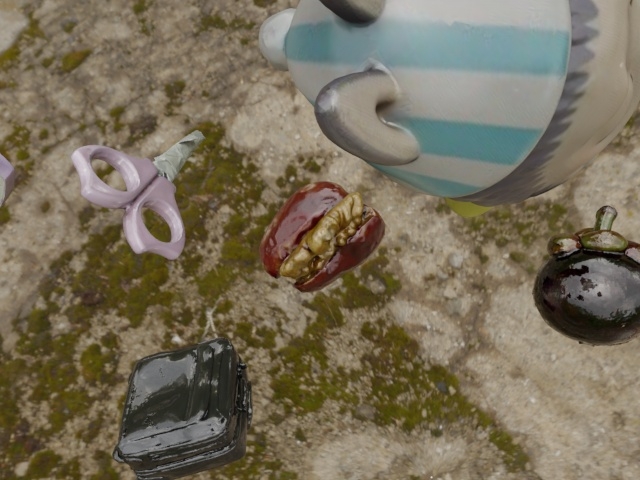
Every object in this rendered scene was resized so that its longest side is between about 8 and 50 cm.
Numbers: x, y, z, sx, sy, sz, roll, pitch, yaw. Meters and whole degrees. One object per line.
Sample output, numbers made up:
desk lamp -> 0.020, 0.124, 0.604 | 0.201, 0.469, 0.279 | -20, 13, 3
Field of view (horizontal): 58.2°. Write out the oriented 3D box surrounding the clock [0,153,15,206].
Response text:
clock -> -0.574, -0.103, 0.907 | 0.172, 0.198, 0.064 | 7, 47, 8

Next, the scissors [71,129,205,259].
scissors -> -0.137, -0.064, 0.510 | 0.021, 0.110, 0.212 | -31, 20, 24

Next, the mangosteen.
mangosteen -> 0.488, 0.061, 1.019 | 0.211, 0.211, 0.250 | 8, 93, 14

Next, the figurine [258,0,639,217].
figurine -> 0.074, -0.201, 0.459 | 0.361, 0.378, 0.266 | 43, 106, 23

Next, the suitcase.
suitcase -> -0.343, 0.437, 1.505 | 0.339, 0.188, 0.345 | -16, 33, 4

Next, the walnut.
walnut -> 0.000, 0.000, 1.266 | 0.222, 0.244, 0.269 | 40, 96, -11
